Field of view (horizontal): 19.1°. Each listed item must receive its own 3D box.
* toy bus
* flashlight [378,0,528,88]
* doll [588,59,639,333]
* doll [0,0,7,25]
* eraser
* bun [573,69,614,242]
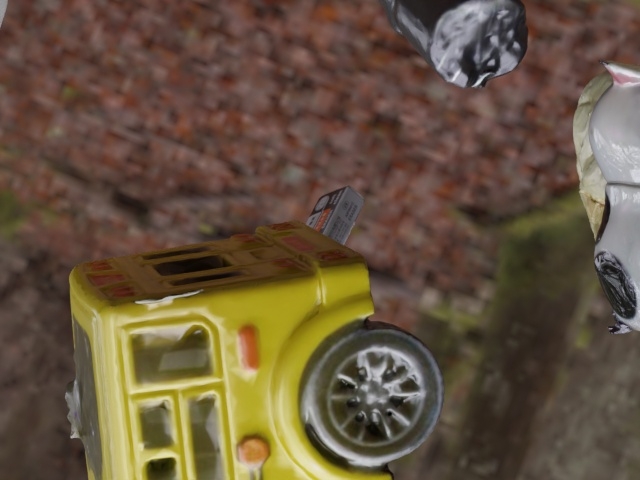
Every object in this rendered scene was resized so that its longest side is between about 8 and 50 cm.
[{"bbox_3d":[-0.025,0.166,0.841,0.152,0.330,0.144,-8,-171,-14],"label":"toy bus"},{"bbox_3d":[0.060,-0.272,1.751,0.103,0.103,0.424,24,-161,-35],"label":"flashlight"},{"bbox_3d":[0.231,-0.029,1.248,0.106,0.181,0.110,-2,-176,12],"label":"doll"},{"bbox_3d":[-0.521,-0.287,1.906,0.423,0.161,0.348,26,164,-15],"label":"doll"},{"bbox_3d":[0.000,0.000,1.942,0.029,0.122,0.052,41,144,-22],"label":"eraser"},{"bbox_3d":[0.284,-0.040,1.665,0.222,0.127,0.222,48,162,21],"label":"bun"}]
